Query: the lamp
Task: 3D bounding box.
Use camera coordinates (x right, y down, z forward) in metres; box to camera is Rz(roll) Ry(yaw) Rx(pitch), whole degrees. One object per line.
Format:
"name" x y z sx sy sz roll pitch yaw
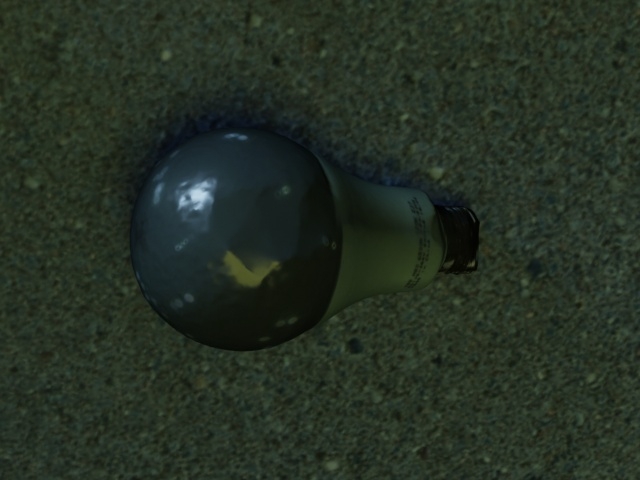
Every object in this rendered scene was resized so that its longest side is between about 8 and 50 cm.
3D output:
"lamp" -0.004 0.016 1.538 0.314 0.182 0.182 16 113 -21
